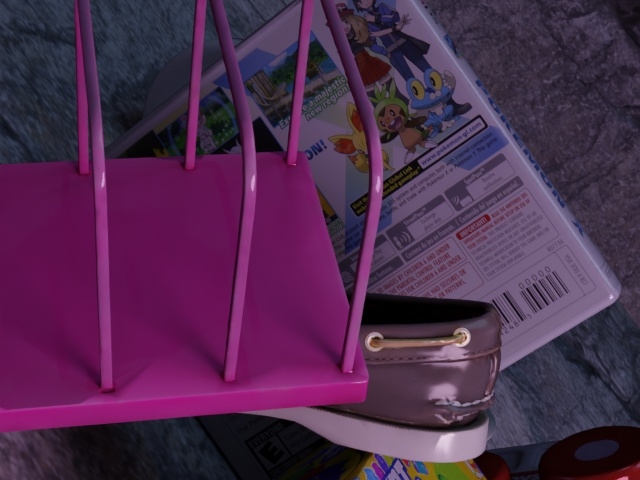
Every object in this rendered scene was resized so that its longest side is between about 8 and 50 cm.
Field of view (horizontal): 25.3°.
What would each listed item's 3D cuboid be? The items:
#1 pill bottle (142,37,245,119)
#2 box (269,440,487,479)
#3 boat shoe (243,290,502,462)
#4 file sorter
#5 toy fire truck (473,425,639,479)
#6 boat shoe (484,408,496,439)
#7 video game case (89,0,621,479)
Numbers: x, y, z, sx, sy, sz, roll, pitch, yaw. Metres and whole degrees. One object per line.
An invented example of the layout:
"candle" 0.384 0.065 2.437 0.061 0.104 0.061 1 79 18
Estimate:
"pill bottle" -0.048 -0.118 1.393 0.160 0.160 0.283 56 19 3
"box" 0.047 0.287 0.917 0.279 0.177 0.290 54 18 -1
"boat shoe" -0.046 0.059 0.912 0.324 0.097 0.116 11 13 9
"file sorter" -0.126 -0.034 0.785 0.202 0.290 0.182 -105 -163 -45
"toy fire truck" 0.208 0.232 1.234 0.254 0.302 0.169 -50 125 -66
"boat shoe" 0.077 0.139 1.274 0.114 0.091 0.302 38 8 -9
"video game case" 0.000 0.000 1.043 0.300 0.329 0.036 55 23 -1
